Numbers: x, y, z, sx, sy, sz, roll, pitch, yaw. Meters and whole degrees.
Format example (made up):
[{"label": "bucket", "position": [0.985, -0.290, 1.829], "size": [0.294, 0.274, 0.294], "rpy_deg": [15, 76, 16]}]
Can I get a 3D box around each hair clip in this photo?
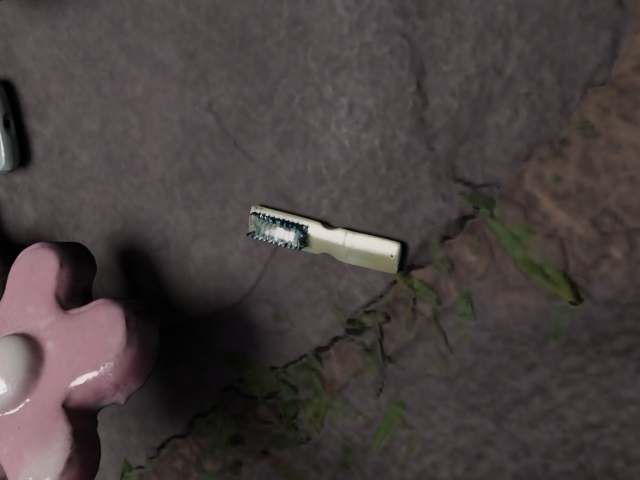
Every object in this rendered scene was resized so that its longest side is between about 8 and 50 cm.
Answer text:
[{"label": "hair clip", "position": [-0.182, 0.054, 0.651], "size": [0.257, 0.146, 0.075], "rpy_deg": [20, 160, 48]}]

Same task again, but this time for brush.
[{"label": "brush", "position": [0.000, 0.000, 0.589], "size": [0.083, 0.013, 0.016], "rpy_deg": [14, 110, 27]}]

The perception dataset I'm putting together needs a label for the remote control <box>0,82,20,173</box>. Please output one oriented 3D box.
[{"label": "remote control", "position": [-0.217, -0.058, 0.708], "size": [0.124, 0.018, 0.053], "rpy_deg": [-4, 101, 34]}]
